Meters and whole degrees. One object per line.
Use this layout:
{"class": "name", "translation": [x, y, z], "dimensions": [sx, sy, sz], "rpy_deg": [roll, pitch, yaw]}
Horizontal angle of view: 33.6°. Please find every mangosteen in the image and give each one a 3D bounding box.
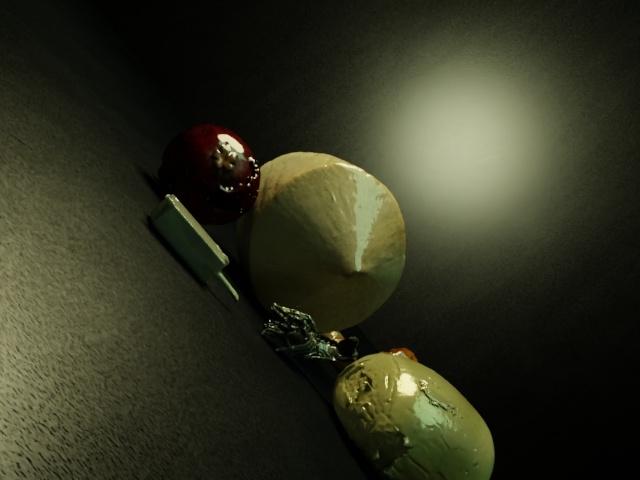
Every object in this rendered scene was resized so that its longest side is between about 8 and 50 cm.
{"class": "mangosteen", "translation": [-0.181, -0.103, 1.718], "dimensions": [0.166, 0.166, 0.180], "rpy_deg": [50, -18, -10]}

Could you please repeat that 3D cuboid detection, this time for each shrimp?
{"class": "shrimp", "translation": [0.042, 0.218, 2.098], "dimensions": [0.187, 0.051, 0.132], "rpy_deg": [57, 3, 35]}
{"class": "shrimp", "translation": [-0.025, 0.149, 1.561], "dimensions": [0.174, 0.076, 0.082], "rpy_deg": [28, 49, -35]}

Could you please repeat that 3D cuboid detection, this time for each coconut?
{"class": "coconut", "translation": [0.000, 0.000, 1.785], "dimensions": [0.329, 0.329, 0.329], "rpy_deg": [50, 2, -2]}

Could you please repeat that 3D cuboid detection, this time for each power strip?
{"class": "power strip", "translation": [-0.161, 0.014, 1.400], "dimensions": [0.175, 0.042, 0.075], "rpy_deg": [51, 1, -17]}

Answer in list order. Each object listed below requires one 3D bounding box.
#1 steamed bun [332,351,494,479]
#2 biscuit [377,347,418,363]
{"class": "steamed bun", "translation": [0.139, 0.270, 1.548], "dimensions": [0.232, 0.166, 0.273], "rpy_deg": [51, 1, -17]}
{"class": "biscuit", "translation": [0.205, 0.349, 2.009], "dimensions": [0.312, 0.110, 0.318], "rpy_deg": [58, 7, 13]}
